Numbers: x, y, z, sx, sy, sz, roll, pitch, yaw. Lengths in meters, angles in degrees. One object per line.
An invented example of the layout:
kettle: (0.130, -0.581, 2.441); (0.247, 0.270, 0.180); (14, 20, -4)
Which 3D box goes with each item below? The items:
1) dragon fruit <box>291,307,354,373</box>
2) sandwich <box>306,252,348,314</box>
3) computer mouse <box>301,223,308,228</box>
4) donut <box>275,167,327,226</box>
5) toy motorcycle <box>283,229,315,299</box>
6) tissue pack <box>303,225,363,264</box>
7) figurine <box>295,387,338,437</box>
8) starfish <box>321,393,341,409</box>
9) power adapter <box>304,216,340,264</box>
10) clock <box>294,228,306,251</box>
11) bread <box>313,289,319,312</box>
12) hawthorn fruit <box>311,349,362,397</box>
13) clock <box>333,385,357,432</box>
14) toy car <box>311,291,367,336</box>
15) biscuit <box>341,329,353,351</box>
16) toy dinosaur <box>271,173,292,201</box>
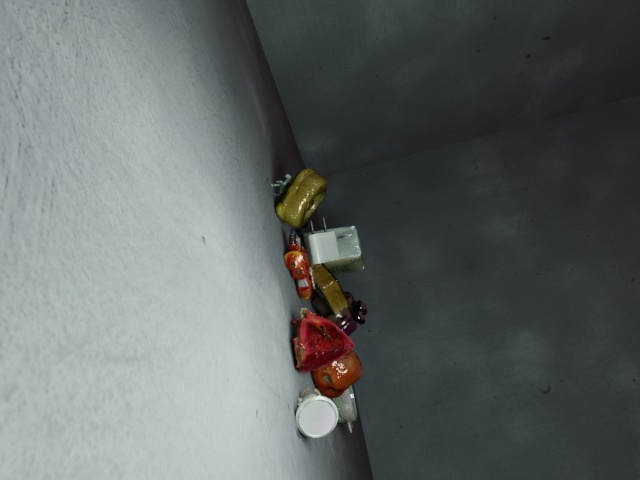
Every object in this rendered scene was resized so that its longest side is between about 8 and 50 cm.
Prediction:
dragon fruit: (-0.030, 0.349, 1.501); (0.261, 0.134, 0.212); (10, 43, -47)
sandwich: (0.015, 0.205, 2.035); (0.273, 0.095, 0.249); (46, -13, 45)
computer mouse: (-0.117, -0.162, 2.422); (0.217, 0.073, 0.122); (81, 1, -55)
donut: (-0.077, -0.181, 1.853); (0.128, 0.262, 0.208); (34, 2, 14)
toy motorcycle: (-0.090, 0.104, 1.802); (0.171, 0.089, 0.298); (-96, 172, -52)
tissue pack: (0.079, 0.077, 2.521); (0.405, 0.331, 0.206); (63, 18, -73)
figurine: (-0.020, 0.516, 1.316); (0.153, 0.132, 0.133); (-162, -123, -80)
starfish: (0.035, 0.657, 1.879); (0.238, 0.071, 0.216); (5, 76, -75)
power adapter: (0.000, 0.000, 1.893); (0.125, 0.129, 0.205); (157, -76, -74)
clock: (-0.098, 0.045, 2.217); (0.215, 0.041, 0.215); (-14, 90, -85)
bread: (0.007, 0.339, 2.433); (0.160, 0.073, 0.161); (-13, 90, -85)
hawthorn fruit: (0.040, 0.495, 1.708); (0.243, 0.207, 0.207); (49, 2, 6)
clock: (0.106, 0.774, 2.098); (0.265, 0.108, 0.325); (66, 11, -74)
toy car: (0.070, 0.370, 2.189); (0.240, 0.271, 0.341); (51, 16, -7)
biscuit: (0.041, 0.441, 1.827); (0.042, 0.225, 0.226); (-52, 136, -43)
toy dinosaur: (-0.156, -0.227, 1.891); (0.187, 0.106, 0.044); (70, 5, -50)
